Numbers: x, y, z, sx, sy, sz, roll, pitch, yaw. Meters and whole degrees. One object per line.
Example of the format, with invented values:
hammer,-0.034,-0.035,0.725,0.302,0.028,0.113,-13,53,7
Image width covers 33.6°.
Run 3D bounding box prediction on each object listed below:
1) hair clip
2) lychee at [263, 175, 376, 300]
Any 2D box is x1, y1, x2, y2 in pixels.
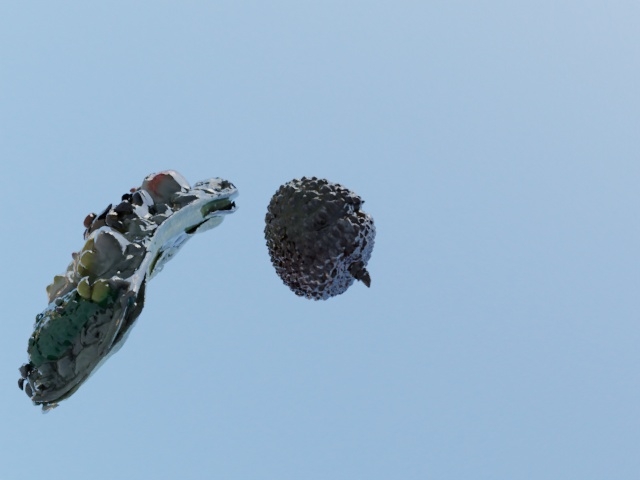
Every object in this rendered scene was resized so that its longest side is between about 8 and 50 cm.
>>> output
hair clip,-0.169,0.016,0.889,0.138,0.321,0.091,-40,-81,21
lychee,0.000,0.000,0.651,0.083,0.067,0.068,52,-34,13
